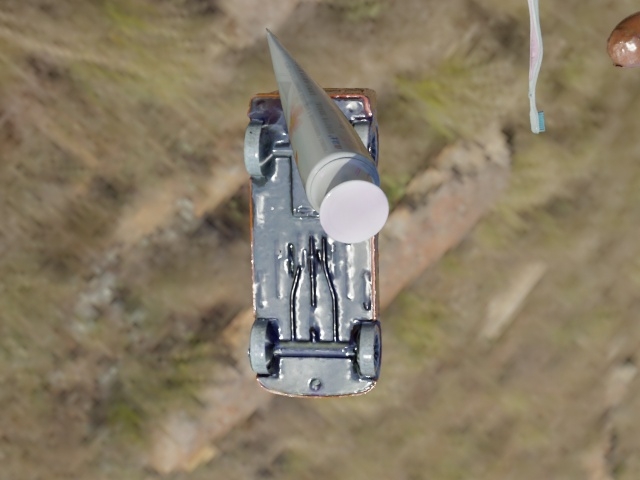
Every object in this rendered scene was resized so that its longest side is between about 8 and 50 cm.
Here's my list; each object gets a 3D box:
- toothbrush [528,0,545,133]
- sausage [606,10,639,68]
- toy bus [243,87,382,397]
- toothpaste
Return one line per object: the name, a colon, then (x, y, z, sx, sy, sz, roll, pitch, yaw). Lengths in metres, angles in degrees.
toothbrush: (0.246, -0.225, 1.978, 0.022, 0.017, 0.204, -9, 98, -40)
sausage: (0.406, -0.197, 1.730, 0.304, 0.078, 0.078, 3, 129, -32)
toy bus: (0.000, 0.000, 1.859, 0.153, 0.143, 0.329, -47, 136, -75)
toothpaste: (0.000, -0.099, 1.556, 0.066, 0.323, 0.100, -33, 119, 7)
